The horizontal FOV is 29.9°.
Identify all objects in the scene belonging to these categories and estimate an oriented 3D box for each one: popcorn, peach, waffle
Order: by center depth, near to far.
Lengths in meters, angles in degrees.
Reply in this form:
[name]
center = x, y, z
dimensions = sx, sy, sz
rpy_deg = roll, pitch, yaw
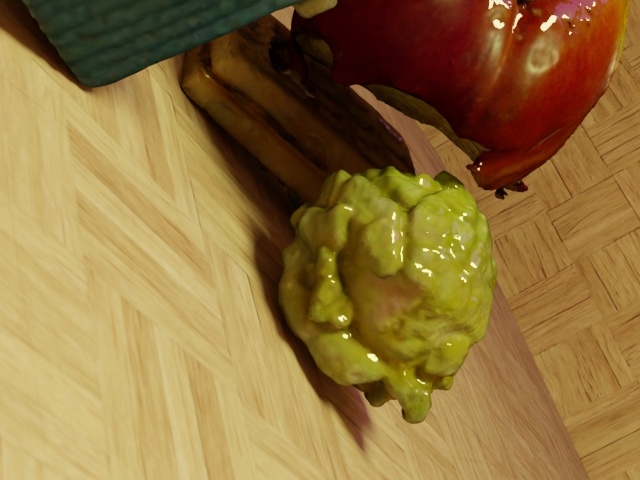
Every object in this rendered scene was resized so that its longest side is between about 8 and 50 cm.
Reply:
[popcorn]
center = 0.060, 0.041, 1.189
dimensions = 0.212, 0.259, 0.259
rpy_deg = 28, 24, -19
[peach]
center = 0.143, -0.221, 1.294
dimensions = 0.339, 0.353, 0.416
rpy_deg = 37, -28, -3
[waffle]
center = -0.019, -0.141, 1.404
dimensions = 0.328, 0.098, 0.224
rpy_deg = 42, 19, -25

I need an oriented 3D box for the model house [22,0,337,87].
[model house]
center = -0.151, -0.331, 1.002
dimensions = 0.382, 0.335, 0.342
rpy_deg = -109, 175, -60

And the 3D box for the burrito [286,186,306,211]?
[burrito]
center = 0.000, 0.000, 1.419
dimensions = 0.045, 0.041, 0.185
rpy_deg = 107, -28, -43
